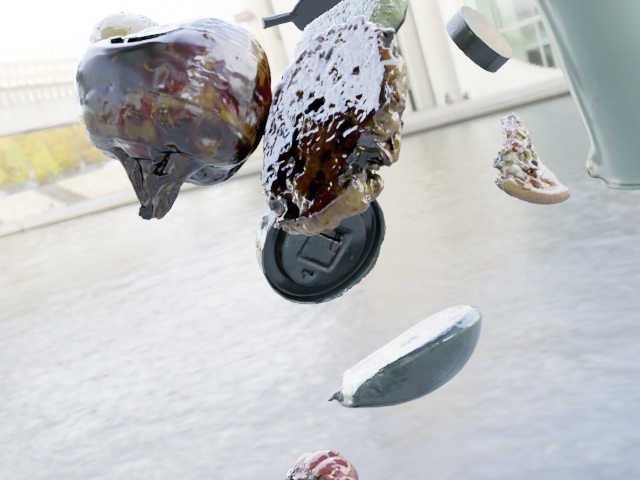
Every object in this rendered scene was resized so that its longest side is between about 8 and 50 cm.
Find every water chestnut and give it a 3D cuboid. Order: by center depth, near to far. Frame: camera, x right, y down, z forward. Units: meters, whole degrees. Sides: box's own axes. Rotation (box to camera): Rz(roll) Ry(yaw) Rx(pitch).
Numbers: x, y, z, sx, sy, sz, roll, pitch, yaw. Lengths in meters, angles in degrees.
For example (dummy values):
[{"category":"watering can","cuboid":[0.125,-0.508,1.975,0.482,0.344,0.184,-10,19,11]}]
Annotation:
[{"category":"water chestnut","cuboid":[-0.195,-0.179,1.144,0.289,0.244,0.289,-13,20,5]}]

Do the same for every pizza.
[{"category":"pizza","cuboid":[0.375,-0.155,1.497,0.185,0.195,0.052,7,-33,-34]}]

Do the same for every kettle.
[{"category":"kettle","cuboid":[0.352,-0.242,0.816,0.265,0.318,0.205,-25,12,-6]}]

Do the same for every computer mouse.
[{"category":"computer mouse","cuboid":[0.189,0.265,1.709,0.371,0.122,0.188,-28,4,-8]}]

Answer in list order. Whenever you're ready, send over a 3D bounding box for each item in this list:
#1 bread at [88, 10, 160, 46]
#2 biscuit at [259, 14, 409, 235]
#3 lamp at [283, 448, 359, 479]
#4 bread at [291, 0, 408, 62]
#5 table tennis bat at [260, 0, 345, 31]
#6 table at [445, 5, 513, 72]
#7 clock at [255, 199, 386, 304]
[{"category":"bread","cuboid":[-0.324,-0.287,1.555,0.159,0.305,0.305,-19,8,-8]},{"category":"biscuit","cuboid":[0.022,-0.164,1.194,0.081,0.334,0.289,21,-25,-38]},{"category":"lamp","cuboid":[-0.006,0.499,1.608,0.182,0.182,0.140,-9,-25,43]},{"category":"bread","cuboid":[0.042,-0.333,1.459,0.056,0.207,0.286,19,-32,-37]},{"category":"table tennis bat","cuboid":[-0.036,-0.567,2.042,0.236,0.027,0.150,-17,-27,-13]},{"category":"table","cuboid":[0.297,-0.375,1.528,0.043,0.133,0.133,-44,-9,32]},{"category":"clock","cuboid":[0.000,0.000,1.658,0.281,0.280,0.055,-19,35,-19]}]
